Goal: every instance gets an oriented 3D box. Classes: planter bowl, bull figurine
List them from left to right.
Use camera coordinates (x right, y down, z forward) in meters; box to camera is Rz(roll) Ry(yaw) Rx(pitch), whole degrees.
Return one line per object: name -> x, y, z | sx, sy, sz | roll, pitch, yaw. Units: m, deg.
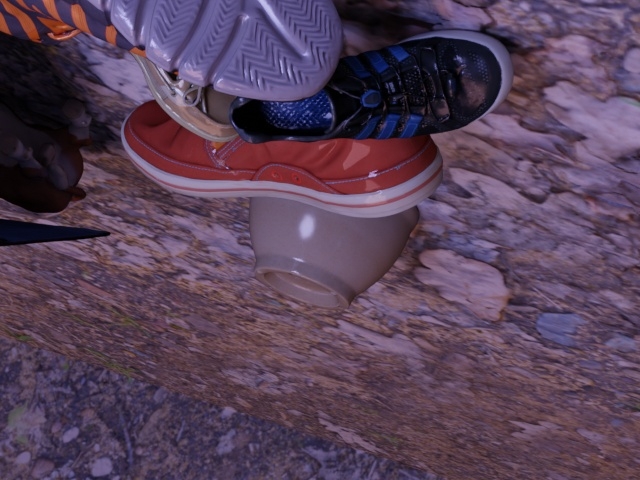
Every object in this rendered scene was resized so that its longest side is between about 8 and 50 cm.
bull figurine -> -0.375, -0.115, 1.628 | 0.310, 0.101, 0.188 | 17, 159, -12
planter bowl -> 0.000, 0.000, 1.538 | 0.162, 0.109, 0.162 | 19, 164, 6

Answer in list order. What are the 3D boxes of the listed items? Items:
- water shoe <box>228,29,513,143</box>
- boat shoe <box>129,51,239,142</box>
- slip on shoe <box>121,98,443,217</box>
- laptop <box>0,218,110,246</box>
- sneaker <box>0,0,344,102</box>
water shoe -> 0.035, -0.096, 1.146 | 0.203, 0.080, 0.073 | -8, 107, 22
boat shoe -> -0.108, -0.142, 1.244 | 0.153, 0.056, 0.048 | 54, 154, 4
slip on shoe -> -0.043, -0.095, 1.327 | 0.331, 0.123, 0.101 | 11, 130, 45
laptop -> -0.434, -0.121, 1.494 | 0.382, 0.236, 0.408 | 7, 128, 14
sneaker -> -0.135, -0.183, 1.149 | 0.321, 0.124, 0.180 | 28, 170, 0
